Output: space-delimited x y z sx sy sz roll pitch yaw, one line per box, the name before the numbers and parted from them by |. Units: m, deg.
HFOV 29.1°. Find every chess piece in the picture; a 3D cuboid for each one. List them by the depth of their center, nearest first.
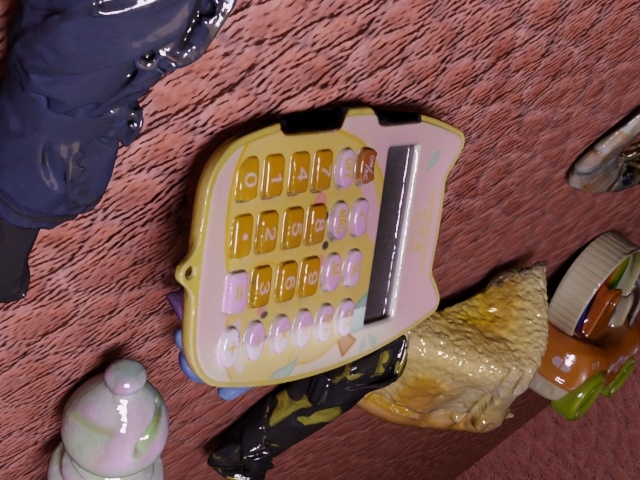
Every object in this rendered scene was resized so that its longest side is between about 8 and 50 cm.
chess piece | -0.149 0.173 0.856 0.139 0.139 0.271 -24 149 -35

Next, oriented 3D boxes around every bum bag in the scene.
bum bag | -0.012 0.155 1.141 0.232 0.060 0.107 -40 168 19

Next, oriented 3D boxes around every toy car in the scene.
toy car | 0.336 0.088 1.545 0.235 0.145 0.235 -39 152 -26

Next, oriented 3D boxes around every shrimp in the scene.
shrimp | 0.313 -0.097 1.159 0.148 0.035 0.195 -48 158 26

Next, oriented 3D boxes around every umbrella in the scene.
umbrella | -0.096 -0.041 0.464 0.071 0.071 0.248 -20 155 -42

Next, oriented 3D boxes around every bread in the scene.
bread | 0.154 0.129 1.270 0.252 0.133 0.174 -19 155 -41

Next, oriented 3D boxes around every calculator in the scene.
calculator | 0.000 0.000 0.696 0.236 0.033 0.157 -11 114 -52

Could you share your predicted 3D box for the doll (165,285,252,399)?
doll | -0.043 0.041 0.772 0.110 0.067 0.206 -24 150 -24
